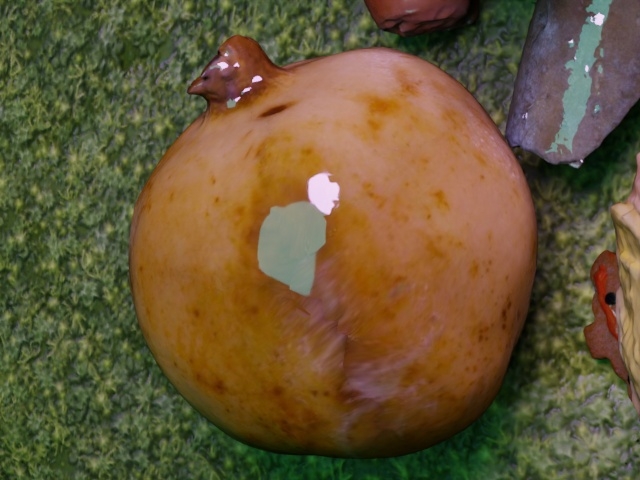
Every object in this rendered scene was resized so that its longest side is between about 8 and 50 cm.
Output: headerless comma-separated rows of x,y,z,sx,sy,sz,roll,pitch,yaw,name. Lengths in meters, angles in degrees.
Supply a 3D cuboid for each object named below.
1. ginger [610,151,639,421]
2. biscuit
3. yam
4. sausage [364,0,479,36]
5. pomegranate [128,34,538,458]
0.265,-0.046,0.824,0.189,0.126,0.354,24,101,1,ginger
0.242,0.052,0.910,0.130,0.019,0.119,-25,79,31,biscuit
0.198,-0.178,0.881,0.106,0.106,0.259,19,105,31,yam
0.026,-0.353,0.994,0.094,0.094,0.419,-18,81,4,sausage
0.011,0.015,0.918,0.307,0.307,0.307,1,93,33,pomegranate
